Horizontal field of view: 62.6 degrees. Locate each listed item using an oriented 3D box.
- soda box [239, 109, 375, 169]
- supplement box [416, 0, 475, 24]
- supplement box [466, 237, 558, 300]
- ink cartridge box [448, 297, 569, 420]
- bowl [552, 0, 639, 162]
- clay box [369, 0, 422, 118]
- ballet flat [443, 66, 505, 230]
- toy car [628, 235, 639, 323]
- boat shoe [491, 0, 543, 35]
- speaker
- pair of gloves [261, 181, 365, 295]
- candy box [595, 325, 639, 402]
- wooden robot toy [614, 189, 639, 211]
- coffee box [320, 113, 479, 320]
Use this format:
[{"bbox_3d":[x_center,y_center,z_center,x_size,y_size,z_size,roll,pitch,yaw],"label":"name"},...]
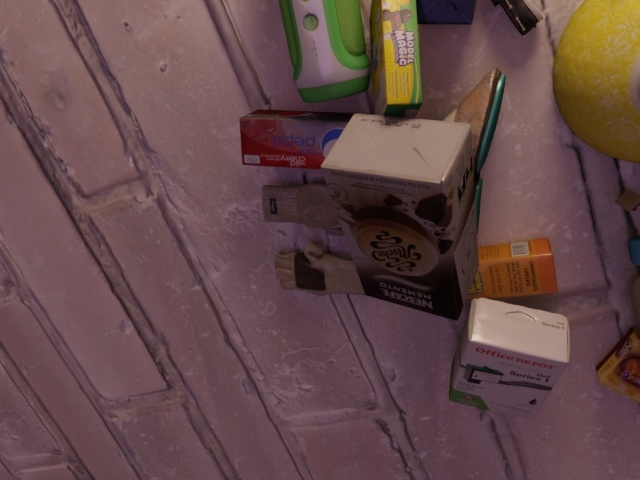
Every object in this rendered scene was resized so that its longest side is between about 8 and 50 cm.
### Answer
[{"bbox_3d":[0.002,-0.170,0.891,0.263,0.092,0.083,6,114,14],"label":"soda box"},{"bbox_3d":[0.180,-0.343,0.761,0.083,0.083,0.056,7,116,14],"label":"supplement box"},{"bbox_3d":[0.282,0.057,0.921,0.233,0.080,0.078,-9,109,23],"label":"supplement box"},{"bbox_3d":[0.325,0.214,0.933,0.160,0.092,0.219,10,139,13],"label":"ink cartridge box"},{"bbox_3d":[0.469,-0.223,0.689,0.289,0.156,0.289,6,115,14],"label":"bowl"},{"bbox_3d":[0.104,-0.278,0.753,0.053,0.127,0.222,-1,84,-1],"label":"clay box"},{"bbox_3d":[0.216,-0.117,0.848,0.106,0.107,0.316,12,116,20],"label":"ballet flat"},{"bbox_3d":[0.620,0.089,0.774,0.238,0.210,0.219,-11,94,5],"label":"toy car"},{"bbox_3d":[0.265,-0.350,0.757,0.125,0.046,0.038,40,114,-13],"label":"boat shoe"},{"bbox_3d":[-0.004,-0.365,0.783,0.131,0.131,0.296,-4,113,19],"label":"speaker"},{"bbox_3d":[0.000,0.000,1.001,0.204,0.042,0.240,-1,115,18],"label":"pair of gloves"},{"bbox_3d":[0.603,0.243,0.923,0.186,0.053,0.109,28,118,5],"label":"candy box"},{"bbox_3d":[0.547,-0.070,0.797,0.173,0.076,0.079,-25,135,28],"label":"wooden robot toy"},{"bbox_3d":[0.131,-0.026,0.774,0.168,0.119,0.297,12,145,29],"label":"coffee box"}]
